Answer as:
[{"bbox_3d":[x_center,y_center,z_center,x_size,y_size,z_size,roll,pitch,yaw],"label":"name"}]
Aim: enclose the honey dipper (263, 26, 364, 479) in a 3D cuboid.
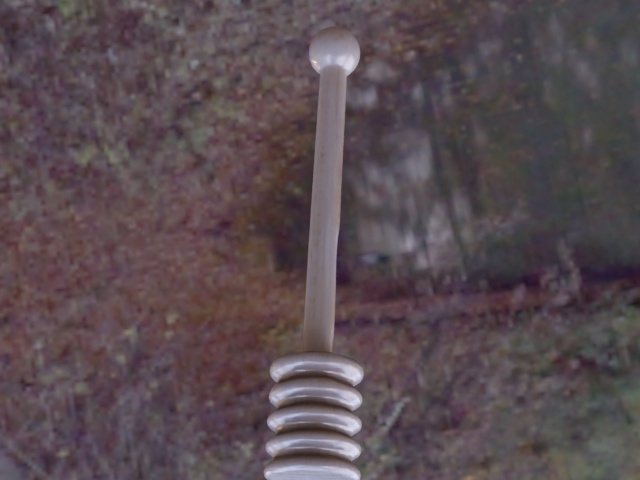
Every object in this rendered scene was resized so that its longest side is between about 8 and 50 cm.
[{"bbox_3d":[0.000,0.000,0.423,0.030,0.160,0.030,2,156,1],"label":"honey dipper"}]
